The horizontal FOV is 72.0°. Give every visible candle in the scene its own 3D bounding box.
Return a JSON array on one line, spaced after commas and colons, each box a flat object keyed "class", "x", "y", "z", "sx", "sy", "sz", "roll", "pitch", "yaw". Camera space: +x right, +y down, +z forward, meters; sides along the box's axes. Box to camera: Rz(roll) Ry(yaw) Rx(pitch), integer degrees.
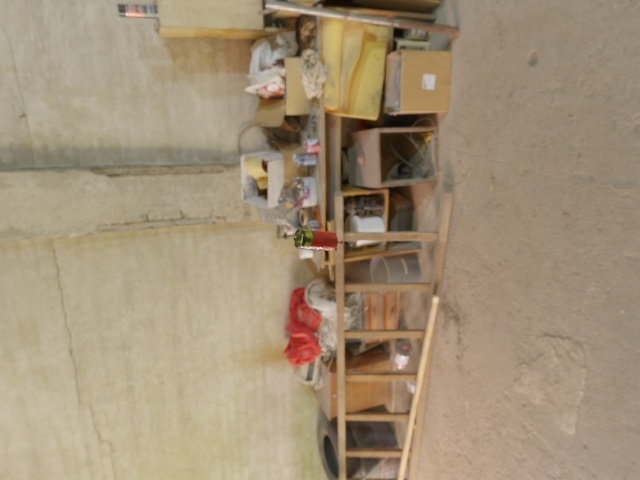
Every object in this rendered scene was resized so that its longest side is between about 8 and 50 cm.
[{"class": "candle", "x": 0.000, "y": 0.000, "z": 1.098, "sx": 0.052, "sy": 0.130, "sz": 0.052, "roll": -10, "pitch": 78, "yaw": 59}]
